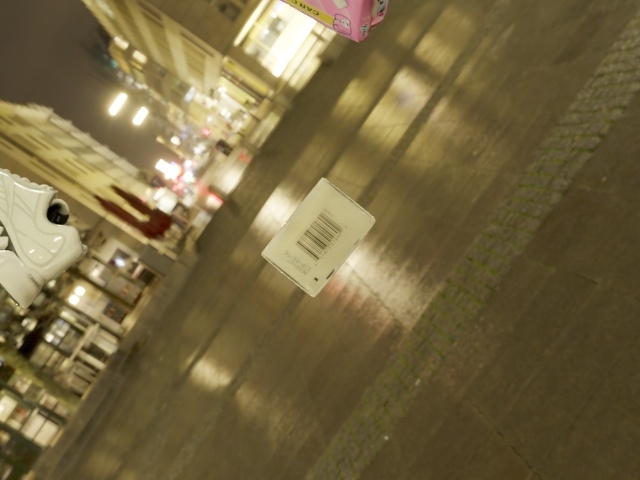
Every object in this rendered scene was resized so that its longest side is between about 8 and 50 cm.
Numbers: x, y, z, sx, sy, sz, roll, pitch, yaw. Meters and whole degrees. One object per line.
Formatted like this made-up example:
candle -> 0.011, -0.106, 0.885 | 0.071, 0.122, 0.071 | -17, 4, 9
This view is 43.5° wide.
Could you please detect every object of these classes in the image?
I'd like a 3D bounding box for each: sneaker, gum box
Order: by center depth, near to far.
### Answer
gum box -> -0.013, -0.281, 0.767 | 0.062, 0.188, 0.107 | -52, -15, -25
sneaker -> -0.396, -0.037, 1.044 | 0.118, 0.292, 0.110 | -35, -37, -11

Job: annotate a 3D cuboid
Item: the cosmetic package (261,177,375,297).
cosmetic package -> 0.000, 0.000, 1.368 | 0.160, 0.113, 0.309 | -51, -1, -2
